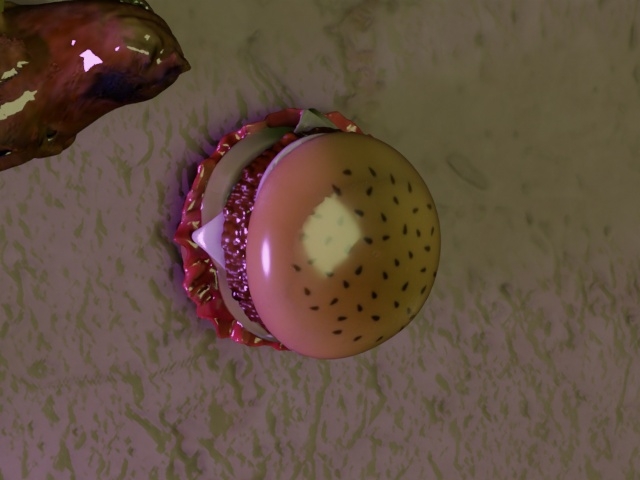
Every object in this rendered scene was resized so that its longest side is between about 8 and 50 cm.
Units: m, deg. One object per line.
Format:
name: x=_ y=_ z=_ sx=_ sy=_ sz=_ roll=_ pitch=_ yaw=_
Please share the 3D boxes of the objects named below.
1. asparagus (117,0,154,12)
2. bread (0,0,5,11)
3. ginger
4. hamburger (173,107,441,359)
asparagus: x=-0.177 y=-0.190 z=1.069 sx=0.025 sy=0.024 sz=0.248 roll=-34 pitch=122 yaw=30
bread: x=-0.253 y=-0.277 z=0.823 sx=0.348 sy=0.308 sz=0.348 roll=8 pitch=68 yaw=-20
ginger: x=-0.242 y=-0.090 z=1.002 sx=0.309 sy=0.107 sz=0.133 roll=-2 pitch=131 yaw=-24
hamburger: x=0.003 y=-0.002 z=1.133 sx=0.175 sy=0.137 sz=0.175 roll=-6 pitch=102 yaw=-30
